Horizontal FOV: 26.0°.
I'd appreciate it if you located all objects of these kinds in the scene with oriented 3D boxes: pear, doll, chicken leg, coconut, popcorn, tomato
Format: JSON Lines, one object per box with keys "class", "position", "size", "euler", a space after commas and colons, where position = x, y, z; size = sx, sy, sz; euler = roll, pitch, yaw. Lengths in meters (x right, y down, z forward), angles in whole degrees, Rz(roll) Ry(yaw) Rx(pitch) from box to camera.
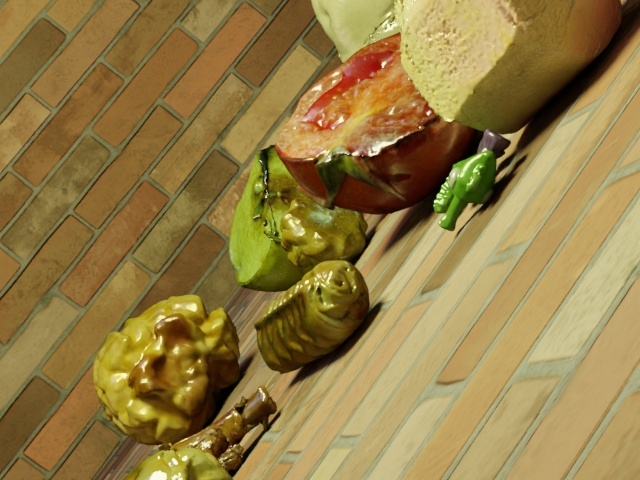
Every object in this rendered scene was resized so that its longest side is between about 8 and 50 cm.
{"class": "pear", "position": [-0.061, 0.004, 2.424], "size": [0.238, 0.164, 0.255], "euler": [-101, 27, -43]}
{"class": "doll", "position": [0.160, -0.064, 1.512], "size": [0.115, 0.050, 0.190], "euler": [-54, 2, 1]}
{"class": "chicken leg", "position": [-0.138, 0.258, 1.708], "size": [0.207, 0.085, 0.101], "euler": [-44, -28, 9]}
{"class": "coconut", "position": [0.206, -0.261, 1.500], "size": [0.245, 0.233, 0.233], "euler": [-52, 4, 44]}
{"class": "popcorn", "position": [-0.254, 0.215, 2.362], "size": [0.265, 0.225, 0.332], "euler": [-57, -7, -3]}
{"class": "tomato", "position": [0.108, -0.140, 1.856], "size": [0.309, 0.170, 0.309], "euler": [-19, 35, 14]}

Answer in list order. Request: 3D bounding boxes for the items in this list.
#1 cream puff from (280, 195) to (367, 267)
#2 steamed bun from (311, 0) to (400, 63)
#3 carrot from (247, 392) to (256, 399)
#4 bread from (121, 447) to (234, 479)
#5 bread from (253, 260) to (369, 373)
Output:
{"class": "cream puff", "position": [0.000, 0.000, 2.113], "size": [0.146, 0.146, 0.116], "euler": [-57, -13, -48]}
{"class": "steamed bun", "position": [0.169, -0.355, 2.238], "size": [0.339, 0.247, 0.352], "euler": [-6, 15, 14]}
{"class": "carrot", "position": [-0.108, 0.242, 1.855], "size": [0.093, 0.032, 0.032], "euler": [-49, 2, -39]}
{"class": "bread", "position": [-0.193, 0.330, 1.441], "size": [0.268, 0.130, 0.152], "euler": [-50, 1, 9]}
{"class": "bread", "position": [-0.010, 0.093, 1.691], "size": [0.098, 0.087, 0.269], "euler": [-53, 4, -23]}
